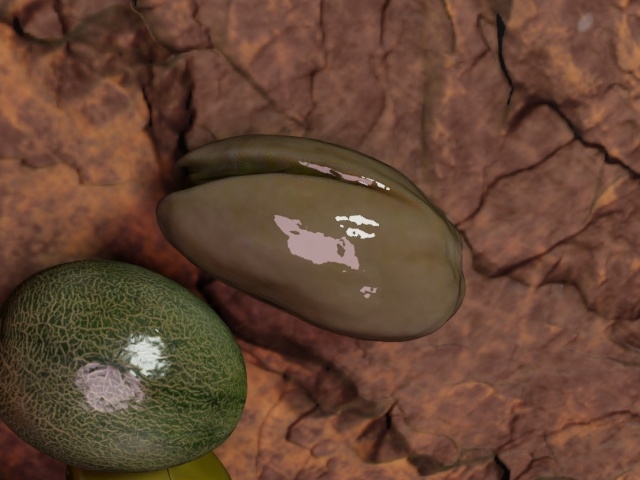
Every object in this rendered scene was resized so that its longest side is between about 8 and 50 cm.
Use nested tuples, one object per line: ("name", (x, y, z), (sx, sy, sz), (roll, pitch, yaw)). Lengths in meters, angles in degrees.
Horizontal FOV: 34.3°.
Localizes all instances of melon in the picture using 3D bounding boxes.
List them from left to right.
("melon", (-0.141, 0.082, 0.688), (0.192, 0.139, 0.139), (20, 106, -22))

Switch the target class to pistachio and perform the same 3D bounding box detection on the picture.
("pistachio", (0.000, 0.000, 0.701), (0.226, 0.136, 0.136), (20, 106, -15))

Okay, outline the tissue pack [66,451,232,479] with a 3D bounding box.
("tissue pack", (-0.123, 0.231, 0.763), (0.127, 0.123, 0.178), (-1, 113, -22))
